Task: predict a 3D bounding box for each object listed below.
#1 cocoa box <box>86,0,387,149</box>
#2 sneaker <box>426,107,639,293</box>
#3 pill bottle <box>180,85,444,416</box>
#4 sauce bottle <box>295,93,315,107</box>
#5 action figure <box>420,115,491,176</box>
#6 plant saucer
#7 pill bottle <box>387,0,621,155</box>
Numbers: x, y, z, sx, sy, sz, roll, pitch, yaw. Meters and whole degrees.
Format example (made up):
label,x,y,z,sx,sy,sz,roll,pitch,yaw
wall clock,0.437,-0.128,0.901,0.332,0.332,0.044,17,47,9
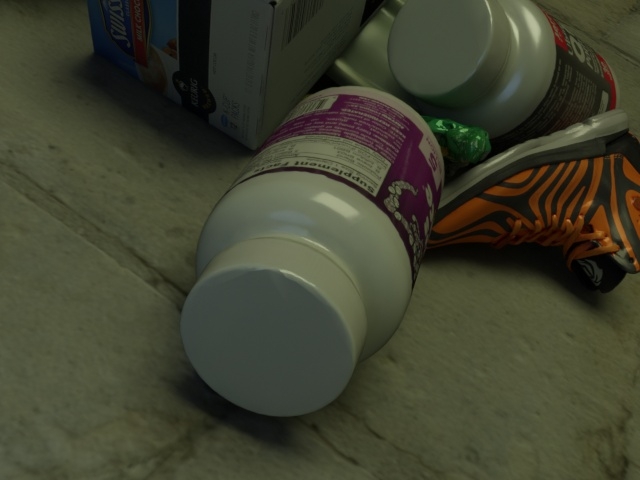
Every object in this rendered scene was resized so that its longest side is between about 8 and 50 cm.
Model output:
label,x,y,z,sx,sy,sz,roll,pitch,yaw
cocoa box,-0.057,-0.321,0.987,0.228,0.231,0.347,32,61,10
sneaker,0.248,-0.016,0.995,0.321,0.124,0.180,-23,84,-22
pill bottle,0.000,0.000,0.752,0.169,0.169,0.301,27,33,0
sauce bottle,-0.004,-0.150,1.080,0.128,0.042,0.042,-12,49,-42
action figure,0.115,-0.104,0.991,0.137,0.063,0.232,13,3,-17
plant saucer,0.091,-0.321,1.251,0.401,0.100,0.400,27,39,-24
pill bottle,0.217,-0.192,1.104,0.319,0.176,0.176,12,32,-52
